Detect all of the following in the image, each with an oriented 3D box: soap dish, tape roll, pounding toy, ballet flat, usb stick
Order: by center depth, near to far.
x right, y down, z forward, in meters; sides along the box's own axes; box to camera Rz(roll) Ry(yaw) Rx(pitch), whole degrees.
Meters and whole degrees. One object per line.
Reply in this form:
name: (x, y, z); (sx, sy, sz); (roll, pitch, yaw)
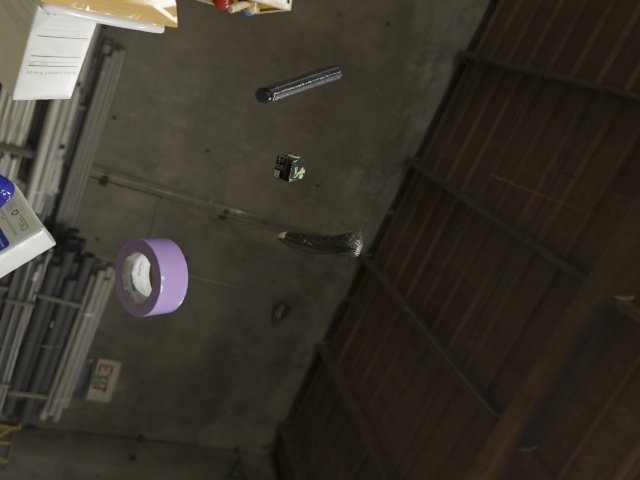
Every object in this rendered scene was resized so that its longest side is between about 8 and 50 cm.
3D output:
pounding toy: (-0.117, -0.383, 0.902); (0.141, 0.130, 0.100); (19, -73, 46)
ballet flat: (0.000, 0.000, 1.153); (0.057, 0.173, 0.049); (52, 47, -67)
soap dish: (-0.466, -0.562, 1.248); (0.229, 0.291, 0.118); (57, -48, 28)
tape roll: (-0.413, 0.088, 1.439); (0.189, 0.080, 0.189); (2, -87, 39)
usb stick: (-0.055, -0.436, 1.642); (0.077, 0.278, 0.045); (13, -57, 48)

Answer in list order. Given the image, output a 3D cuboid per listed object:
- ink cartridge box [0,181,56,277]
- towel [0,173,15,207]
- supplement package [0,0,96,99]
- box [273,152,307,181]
ink cartridge box: (-0.731, 0.041, 1.161); (0.176, 0.371, 0.069); (43, -24, 31)
towel: (-0.600, -0.105, 0.783); (0.228, 0.308, 0.076); (-32, -141, 19)
supplement package: (-0.748, -0.546, 1.581); (0.177, 0.175, 0.293); (51, -53, 16)
box: (-0.079, -0.195, 1.569); (0.083, 0.052, 0.062); (-27, 135, -60)
